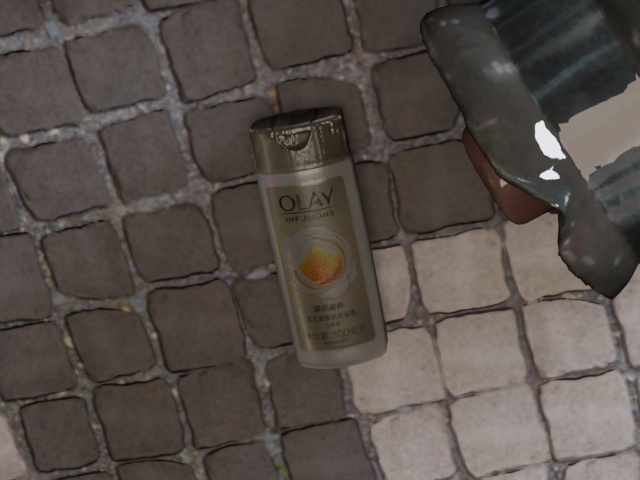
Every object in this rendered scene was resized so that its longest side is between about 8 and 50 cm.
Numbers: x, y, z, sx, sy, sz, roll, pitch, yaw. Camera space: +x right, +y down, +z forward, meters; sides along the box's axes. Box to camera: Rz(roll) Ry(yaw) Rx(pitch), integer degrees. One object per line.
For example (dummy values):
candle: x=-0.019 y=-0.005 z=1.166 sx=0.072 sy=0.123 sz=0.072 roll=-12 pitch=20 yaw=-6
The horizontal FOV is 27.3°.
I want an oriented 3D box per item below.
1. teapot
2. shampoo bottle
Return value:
teapot: x=0.264 y=-0.150 z=0.904 sx=0.362 sy=0.376 sz=0.305 roll=-31 pitch=106 yaw=12
shampoo bottle: x=0.000 y=0.000 z=1.154 sx=0.086 sy=0.056 sz=0.227 roll=-8 pitch=110 yaw=7
